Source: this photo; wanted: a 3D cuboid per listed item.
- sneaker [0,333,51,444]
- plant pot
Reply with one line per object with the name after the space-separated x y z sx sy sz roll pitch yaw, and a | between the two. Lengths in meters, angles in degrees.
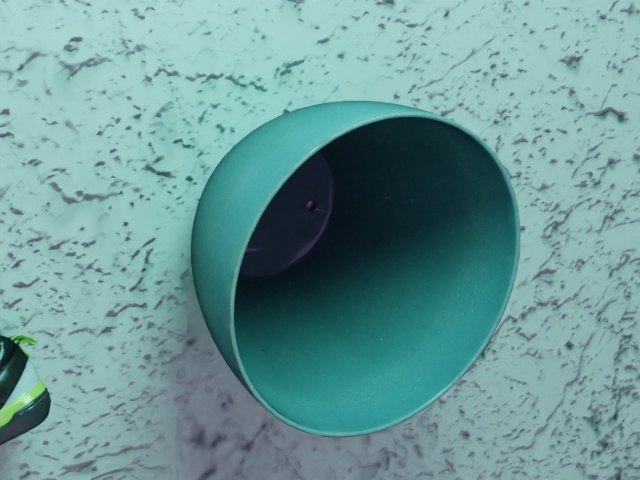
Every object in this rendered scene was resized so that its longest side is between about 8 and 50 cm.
-0.340 0.148 1.602 0.234 0.084 0.097 -26 99 -23 | sneaker
0.000 0.000 1.671 0.290 0.195 0.290 -14 117 -29 | plant pot
